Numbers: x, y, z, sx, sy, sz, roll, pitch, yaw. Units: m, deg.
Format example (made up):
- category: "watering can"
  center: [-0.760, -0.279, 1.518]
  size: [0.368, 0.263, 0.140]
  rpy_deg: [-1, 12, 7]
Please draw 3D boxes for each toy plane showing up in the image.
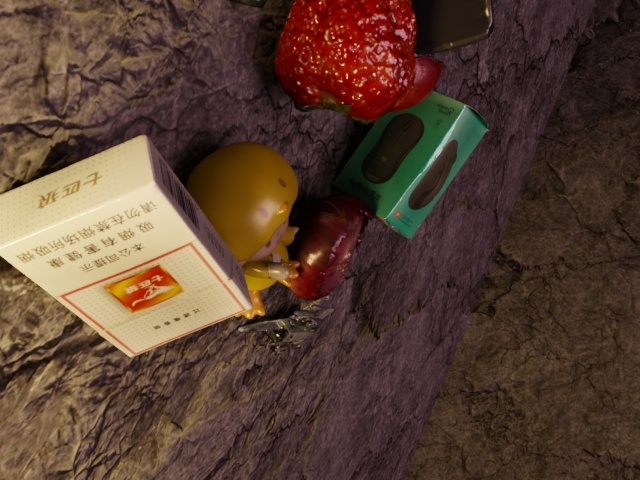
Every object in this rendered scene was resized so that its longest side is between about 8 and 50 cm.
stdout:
- category: "toy plane"
  center: [-0.075, 0.194, 1.506]
  size: [0.262, 0.088, 0.192]
  rpy_deg: [-9, 142, -56]

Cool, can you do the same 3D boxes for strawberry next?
- category: "strawberry"
  center: [0.058, -0.356, 1.214]
  size: [0.257, 0.257, 0.277]
  rpy_deg: [-29, 141, -53]

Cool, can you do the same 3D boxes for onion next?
- category: "onion"
  center: [0.009, 0.008, 1.464]
  size: [0.248, 0.161, 0.248]
  rpy_deg: [-38, 141, -40]

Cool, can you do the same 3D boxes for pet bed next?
- category: "pet bed"
  center: [0.228, -0.467, 1.311]
  size: [0.159, 0.183, 0.211]
  rpy_deg: [-76, 150, -73]

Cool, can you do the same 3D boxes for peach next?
- category: "peach"
  center: [0.158, -0.371, 1.460]
  size: [0.192, 0.190, 0.190]
  rpy_deg: [-26, 141, -5]

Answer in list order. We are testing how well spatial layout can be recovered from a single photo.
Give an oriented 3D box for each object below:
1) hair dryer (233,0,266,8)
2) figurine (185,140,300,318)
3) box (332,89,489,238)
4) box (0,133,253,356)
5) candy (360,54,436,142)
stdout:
- category: "hair dryer"
  center: [-0.148, -0.419, 1.039]
  size: [0.197, 0.057, 0.100]
  rpy_deg: [-3, 109, -52]
- category: "figurine"
  center: [-0.122, -0.010, 1.196]
  size: [0.344, 0.187, 0.215]
  rpy_deg: [83, 27, -50]
- category: "box"
  center: [0.197, -0.188, 1.552]
  size: [0.311, 0.205, 0.118]
  rpy_deg: [-54, 139, 3]
- category: "box"
  center: [-0.249, 0.025, 0.943]
  size: [0.330, 0.210, 0.095]
  rpy_deg: [63, 6, -56]
- category: "candy"
  center: [0.191, -0.359, 1.668]
  size: [0.331, 0.077, 0.187]
  rpy_deg: [-47, 142, -34]
